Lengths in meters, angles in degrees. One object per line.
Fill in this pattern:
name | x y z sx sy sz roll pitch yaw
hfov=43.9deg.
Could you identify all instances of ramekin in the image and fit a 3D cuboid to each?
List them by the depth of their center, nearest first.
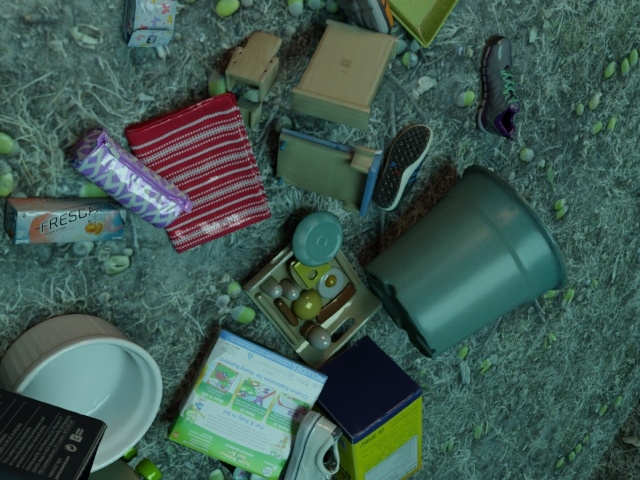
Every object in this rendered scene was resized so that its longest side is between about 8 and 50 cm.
ramekin | -0.433 0.264 1.404 0.277 0.135 0.277 -18 124 -29

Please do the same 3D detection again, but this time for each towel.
towel | -0.209 -0.116 1.412 0.199 0.031 0.275 -21 126 -7

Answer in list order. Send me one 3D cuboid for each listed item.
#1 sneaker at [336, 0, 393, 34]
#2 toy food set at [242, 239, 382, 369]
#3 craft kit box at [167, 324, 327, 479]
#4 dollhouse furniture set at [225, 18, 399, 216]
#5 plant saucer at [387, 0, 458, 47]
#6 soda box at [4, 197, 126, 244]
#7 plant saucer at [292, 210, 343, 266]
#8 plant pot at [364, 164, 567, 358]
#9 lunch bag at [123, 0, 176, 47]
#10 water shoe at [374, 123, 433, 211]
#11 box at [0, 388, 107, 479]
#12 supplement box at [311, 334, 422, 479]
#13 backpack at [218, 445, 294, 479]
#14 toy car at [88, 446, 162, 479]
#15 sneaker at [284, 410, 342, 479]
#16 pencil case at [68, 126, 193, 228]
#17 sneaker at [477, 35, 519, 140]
sneaker | 0.086 -0.523 1.380 0.180 0.124 0.321 -41 126 -13
toy food set | -0.006 0.117 1.688 0.220 0.092 0.306 -43 133 -11
craft kit box | -0.148 0.336 1.631 0.250 0.061 0.247 27 86 -14
dollhouse furniture set | -0.009 -0.230 1.490 0.303 0.286 0.198 97 13 -54
plant saucer | 0.194 -0.504 1.541 0.188 0.045 0.188 32 93 -43
soda box | -0.417 -0.034 1.304 0.183 0.063 0.058 -4 116 -37
plant saucer | 0.000 0.000 1.592 0.119 0.021 0.119 -11 112 -29
plant pot | 0.300 0.066 1.763 0.334 0.341 0.341 -36 131 -7
lunch bag | -0.270 -0.347 1.259 0.071 0.053 0.083 -6 126 -34
water shoe | 0.179 -0.157 1.717 0.203 0.073 0.080 -60 160 4
box | -0.569 0.383 1.185 0.395 0.212 0.293 20 103 -6
supplement box | 0.098 0.426 1.823 0.194 0.195 0.356 -31 140 -22
backpack | -0.105 0.470 1.770 0.188 0.144 0.166 31 87 -47
toy car | -0.395 0.513 1.577 0.155 0.149 0.188 -41 144 -27
sneaker | -0.012 0.471 1.656 0.094 0.091 0.258 -41 149 -45
pencil case | -0.313 -0.104 1.314 0.206 0.088 0.086 40 43 -36
sneaker | 0.415 -0.337 1.768 0.083 0.098 0.224 -19 124 -30
